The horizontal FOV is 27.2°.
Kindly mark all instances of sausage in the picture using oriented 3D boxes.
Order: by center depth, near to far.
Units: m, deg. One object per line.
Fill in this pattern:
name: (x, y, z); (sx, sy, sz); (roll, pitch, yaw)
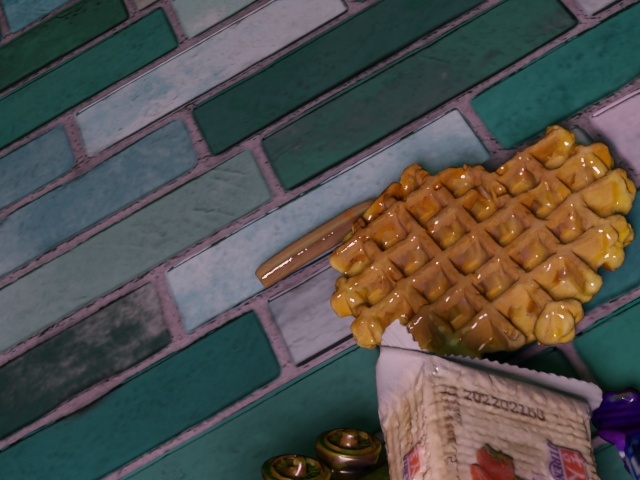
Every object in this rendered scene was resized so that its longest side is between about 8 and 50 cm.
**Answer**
sausage: (0.000, 0.000, 1.190); (0.132, 0.024, 0.024); (-33, 45, 0)

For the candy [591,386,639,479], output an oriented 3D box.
candy: (0.266, 0.192, 0.850); (0.145, 0.070, 0.275); (-19, 42, 16)

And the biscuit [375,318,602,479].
biscuit: (0.120, 0.198, 0.816); (0.309, 0.186, 0.079); (-92, 25, -47)

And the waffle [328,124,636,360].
waffle: (0.128, 0.001, 1.100); (0.253, 0.056, 0.249); (9, 57, 35)

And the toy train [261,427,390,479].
toy train: (0.014, 0.202, 0.893); (0.137, 0.090, 0.225); (17, 21, 34)
